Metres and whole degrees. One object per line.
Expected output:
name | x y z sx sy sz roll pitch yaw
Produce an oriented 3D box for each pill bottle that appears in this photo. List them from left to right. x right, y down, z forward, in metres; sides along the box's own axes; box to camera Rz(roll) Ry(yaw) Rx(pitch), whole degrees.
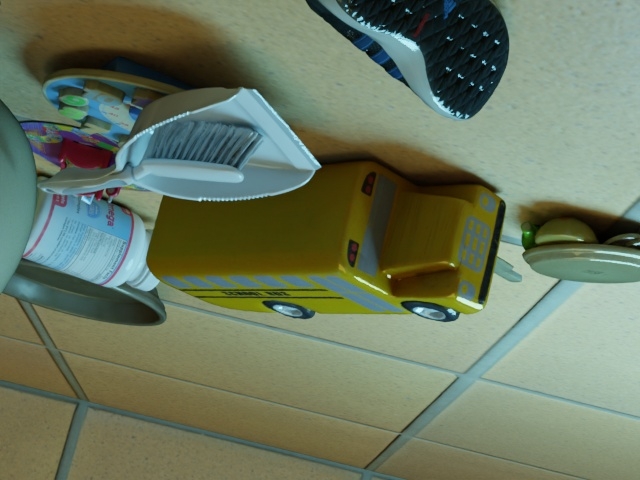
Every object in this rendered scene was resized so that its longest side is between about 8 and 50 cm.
pill bottle | -0.243 -0.002 1.492 0.160 0.087 0.087 22 162 -30

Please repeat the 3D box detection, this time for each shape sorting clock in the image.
shape sorting clock | -0.129 -0.093 1.160 0.206 0.040 0.206 13 164 4

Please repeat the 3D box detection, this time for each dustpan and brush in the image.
dustpan and brush | -0.124 -0.061 1.088 0.211 0.060 0.147 3 159 24

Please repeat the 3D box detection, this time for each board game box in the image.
board game box | -0.224 -0.065 1.356 0.133 0.033 0.168 2 161 36

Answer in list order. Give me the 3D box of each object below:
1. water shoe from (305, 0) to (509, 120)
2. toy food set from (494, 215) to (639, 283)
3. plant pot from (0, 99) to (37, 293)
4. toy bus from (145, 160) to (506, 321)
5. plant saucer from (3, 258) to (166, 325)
water shoe | 0.044 -0.140 0.834 0.080 0.073 0.203 36 -179 37
toy food set | 0.238 0.008 1.229 0.192 0.039 0.132 0 167 25
plant pot | -0.349 -0.043 1.185 0.284 0.284 0.191 6 -163 26
toy bus | 0.000 0.000 1.256 0.332 0.108 0.130 -2 156 47
plant saucer | -0.334 0.055 1.859 0.277 0.041 0.278 13 164 4
